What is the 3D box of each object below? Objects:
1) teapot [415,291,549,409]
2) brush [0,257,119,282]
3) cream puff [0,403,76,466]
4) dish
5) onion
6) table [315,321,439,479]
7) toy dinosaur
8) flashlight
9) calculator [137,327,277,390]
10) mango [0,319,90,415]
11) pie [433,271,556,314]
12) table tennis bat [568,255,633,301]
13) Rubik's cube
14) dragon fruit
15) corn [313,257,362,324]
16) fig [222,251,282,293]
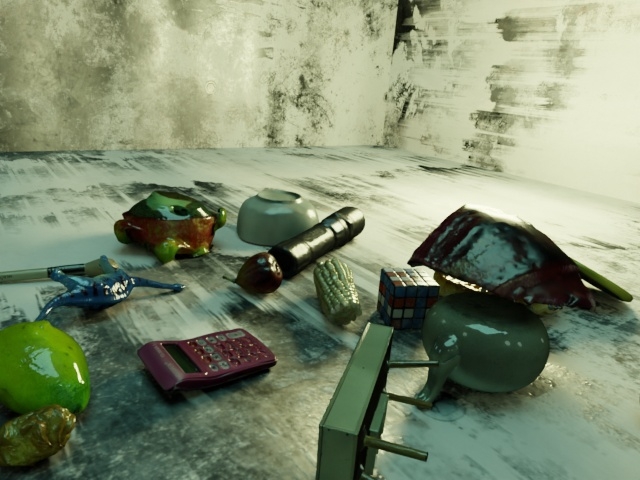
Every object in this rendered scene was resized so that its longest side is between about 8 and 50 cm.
[{"bbox_3d":[0.259,0.166,0.802,0.294,0.130,0.193,-9,22,-41],"label":"teapot"},{"bbox_3d":[-0.577,0.067,1.038,0.299,0.039,0.042,-4,59,-19],"label":"brush"},{"bbox_3d":[-0.330,0.228,0.581,0.083,0.083,0.058,0,60,-49],"label":"cream puff"},{"bbox_3d":[-0.120,-0.075,1.444,0.256,0.117,0.256,5,19,-2],"label":"dish"},{"bbox_3d":[0.335,0.026,0.861,0.280,0.146,0.314,18,5,35],"label":"onion"},{"bbox_3d":[0.079,0.214,0.612,0.111,0.122,0.240,9,19,14],"label":"table"},{"bbox_3d":[-0.417,0.091,0.941,0.144,0.076,0.329,22,14,26],"label":"toy dinosaur"},{"bbox_3d":[0.000,0.000,1.302,0.103,0.103,0.424,13,22,23],"label":"flashlight"},{"bbox_3d":[-0.172,0.185,0.783,0.190,0.034,0.126,-3,18,-39],"label":"calculator"},{"bbox_3d":[-0.374,0.170,0.673,0.178,0.100,0.119,28,26,34],"label":"mango"},{"bbox_3d":[0.392,0.091,1.123,0.315,0.092,0.315,0,18,0],"label":"pie"},{"bbox_3d":[0.563,0.037,1.204,0.368,0.054,0.224,38,11,29],"label":"table tennis bat"},{"bbox_3d":[0.169,0.113,0.986,0.092,0.092,0.092,1,18,-11],"label":"Rubik's cube"},{"bbox_3d":[-0.382,-0.043,1.284,0.268,0.130,0.295,4,17,-19],"label":"dragon fruit"},{"bbox_3d":[0.036,0.107,1.001,0.087,0.087,0.211,2,24,-9],"label":"corn"},{"bbox_3d":[-0.146,0.079,1.061,0.125,0.089,0.089,-20,13,14],"label":"fig"}]
